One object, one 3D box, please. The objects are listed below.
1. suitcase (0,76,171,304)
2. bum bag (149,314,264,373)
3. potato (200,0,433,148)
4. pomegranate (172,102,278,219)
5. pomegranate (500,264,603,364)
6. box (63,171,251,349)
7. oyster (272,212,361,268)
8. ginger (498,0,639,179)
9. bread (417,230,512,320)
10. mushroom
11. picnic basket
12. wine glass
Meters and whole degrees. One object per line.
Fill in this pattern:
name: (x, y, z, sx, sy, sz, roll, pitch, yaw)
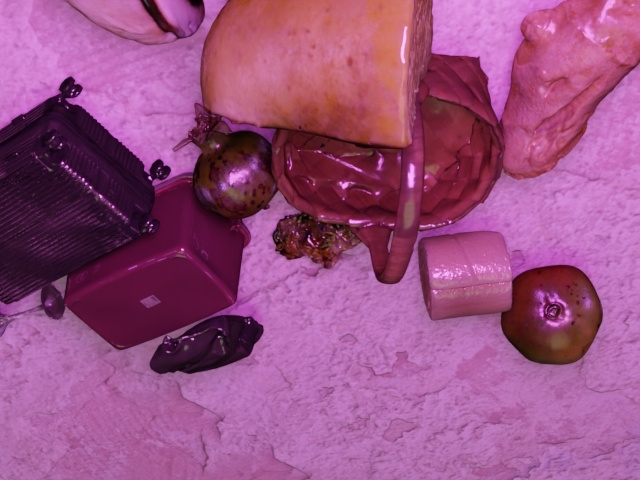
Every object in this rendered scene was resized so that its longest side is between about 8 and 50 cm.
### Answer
suitcase: (-0.433, -0.062, 1.544, 0.335, 0.152, 0.229, -25, 129, 25)
bum bag: (-0.178, 0.180, 1.734, 0.142, 0.080, 0.326, -33, 170, 12)
potato: (-0.010, -0.269, 1.202, 0.280, 0.330, 0.213, 2, 120, 12)
pomegranate: (-0.130, -0.112, 1.505, 0.148, 0.148, 0.169, -15, 136, 13)
pomegranate: (0.404, 0.134, 1.763, 0.180, 0.180, 0.210, -9, 163, 7)
box: (-0.270, 0.042, 1.637, 0.294, 0.167, 0.193, -24, 129, 20)
oyster: (0.007, -0.003, 1.682, 0.177, 0.056, 0.105, -5, 128, 10)
ginger: (0.342, -0.225, 1.412, 0.190, 0.126, 0.354, 7, 133, -16)
bread: (0.242, 0.057, 1.687, 0.141, 0.134, 0.148, -6, 143, -1)
mushroom: (-0.263, -0.356, 1.223, 0.164, 0.190, 0.267, -5, 138, 22)
picnic basket: (0.098, -0.092, 1.407, 0.337, 0.337, 0.293, 4, 135, -6)
wine glass: (-0.583, 0.147, 1.806, 0.262, 0.074, 0.074, -19, 133, 18)
